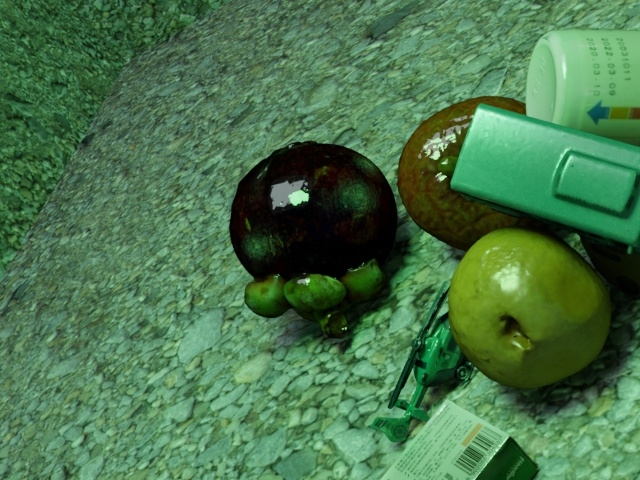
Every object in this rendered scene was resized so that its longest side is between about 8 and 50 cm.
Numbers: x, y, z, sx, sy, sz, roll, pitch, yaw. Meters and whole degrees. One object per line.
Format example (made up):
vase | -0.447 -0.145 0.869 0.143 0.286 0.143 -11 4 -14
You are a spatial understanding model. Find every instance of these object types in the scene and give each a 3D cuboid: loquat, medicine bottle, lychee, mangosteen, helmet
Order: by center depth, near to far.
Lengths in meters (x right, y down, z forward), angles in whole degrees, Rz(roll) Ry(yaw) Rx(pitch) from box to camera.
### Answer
loquat | 0.264 0.086 1.289 0.208 0.208 0.208 -30 31 21
helmet | 0.431 -0.034 1.325 0.198 0.130 0.224 -49 31 -6
medicine bottle | 0.440 -0.201 1.373 0.293 0.170 0.170 0 34 -4
lychee | 0.242 -0.095 1.517 0.255 0.255 0.300 -33 4 16
mangosteen | -0.008 -0.017 1.698 0.311 0.311 0.311 -30 31 21

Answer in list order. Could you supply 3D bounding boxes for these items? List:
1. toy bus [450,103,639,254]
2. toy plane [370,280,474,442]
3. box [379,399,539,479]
toy bus | 0.301 -0.073 1.232 0.256 0.147 0.128 20 93 24
toy plane | 0.156 0.178 1.413 0.060 0.096 0.235 19 83 61
box | 0.153 0.310 1.250 0.199 0.081 0.135 -46 28 -11
